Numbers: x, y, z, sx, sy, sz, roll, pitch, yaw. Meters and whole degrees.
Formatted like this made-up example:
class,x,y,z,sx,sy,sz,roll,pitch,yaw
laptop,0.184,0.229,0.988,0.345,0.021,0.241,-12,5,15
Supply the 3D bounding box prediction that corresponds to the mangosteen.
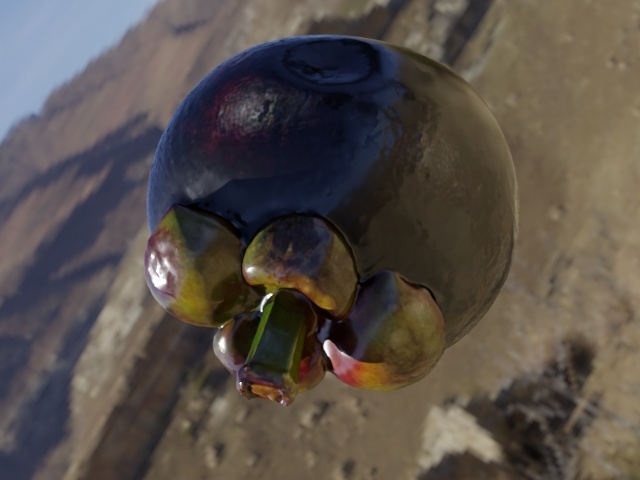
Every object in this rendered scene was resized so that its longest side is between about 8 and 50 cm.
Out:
class,x,y,z,sx,sy,sz,roll,pitch,yaw
mangosteen,0.000,0.000,1.232,0.275,0.275,0.302,-53,13,45
